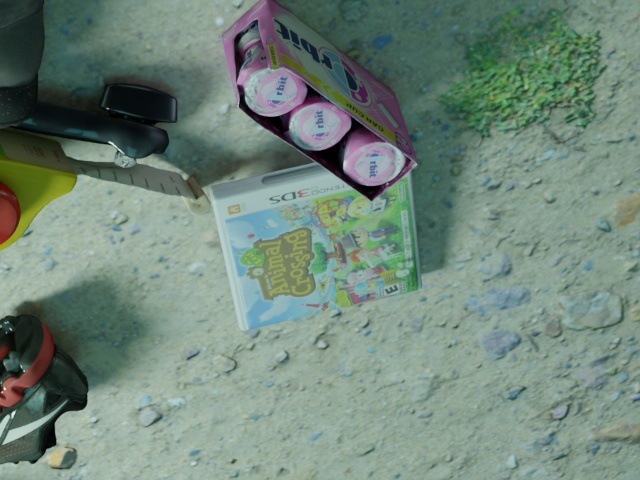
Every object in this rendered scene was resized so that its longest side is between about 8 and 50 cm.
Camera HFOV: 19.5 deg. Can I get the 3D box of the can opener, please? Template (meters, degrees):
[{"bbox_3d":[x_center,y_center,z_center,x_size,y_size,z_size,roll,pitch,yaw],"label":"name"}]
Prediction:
[{"bbox_3d":[-0.224,-0.108,1.696,0.186,0.073,0.059,5,170,-15],"label":"can opener"}]

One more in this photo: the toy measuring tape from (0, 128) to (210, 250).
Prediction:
[{"bbox_3d":[-0.265,-0.033,1.715,0.330,0.121,0.121,11,129,-33],"label":"toy measuring tape"}]

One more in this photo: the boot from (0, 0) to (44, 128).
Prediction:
[{"bbox_3d":[-0.379,-0.212,1.534,0.338,0.118,0.222,-3,130,-25],"label":"boot"}]

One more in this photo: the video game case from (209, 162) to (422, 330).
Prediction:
[{"bbox_3d":[0.000,0.000,1.837,0.193,0.023,0.212,-13,141,-3],"label":"video game case"}]

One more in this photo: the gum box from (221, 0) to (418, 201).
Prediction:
[{"bbox_3d":[-0.005,-0.130,1.682,0.062,0.107,0.188,-40,128,22],"label":"gum box"}]

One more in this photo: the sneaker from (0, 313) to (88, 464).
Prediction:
[{"bbox_3d":[-0.347,0.193,1.902,0.276,0.097,0.135,-38,127,19],"label":"sneaker"}]
